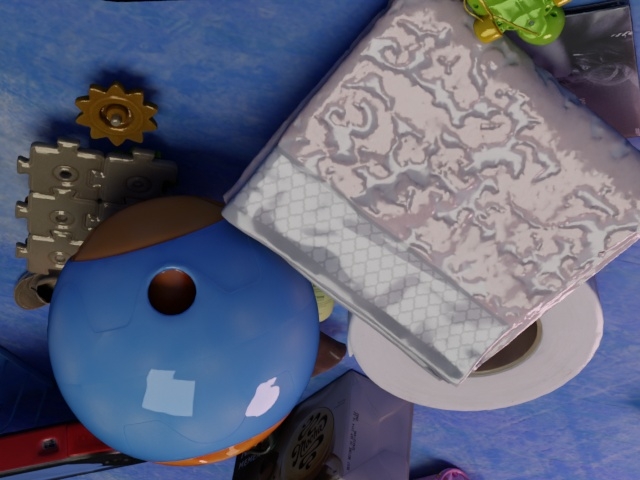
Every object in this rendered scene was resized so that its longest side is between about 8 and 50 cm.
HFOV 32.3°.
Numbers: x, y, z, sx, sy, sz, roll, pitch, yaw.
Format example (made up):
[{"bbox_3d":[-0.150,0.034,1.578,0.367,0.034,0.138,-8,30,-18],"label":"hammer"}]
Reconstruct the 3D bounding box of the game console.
[{"bbox_3d":[-0.407,0.322,1.574,0.386,0.060,0.342,-12,163,9],"label":"game console"}]

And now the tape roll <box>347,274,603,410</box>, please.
[{"bbox_3d":[0.171,0.072,1.258,0.286,0.100,0.286,1,136,1],"label":"tape roll"}]

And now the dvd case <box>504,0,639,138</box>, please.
[{"bbox_3d":[0.196,-0.148,1.077,0.221,0.018,0.165,-6,138,18],"label":"dvd case"}]

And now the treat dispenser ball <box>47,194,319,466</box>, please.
[{"bbox_3d":[-0.144,0.095,1.180,0.288,0.288,0.288,5,141,4],"label":"treat dispenser ball"}]

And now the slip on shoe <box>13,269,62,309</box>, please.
[{"bbox_3d":[-0.352,0.063,1.411,0.135,0.041,0.051,-28,128,36],"label":"slip on shoe"}]

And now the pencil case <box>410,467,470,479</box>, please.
[{"bbox_3d":[0.125,0.448,1.736,0.124,0.124,0.284,32,136,-25],"label":"pencil case"}]

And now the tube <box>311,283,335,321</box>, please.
[{"bbox_3d":[0.000,0.000,1.260,0.062,0.070,0.240,38,142,22],"label":"tube"}]

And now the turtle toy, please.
[{"bbox_3d":[0.170,-0.217,0.955,0.095,0.066,0.130,-24,125,24],"label":"turtle toy"}]

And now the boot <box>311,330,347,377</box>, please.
[{"bbox_3d":[-0.117,0.143,1.425,0.248,0.090,0.207,-30,125,33],"label":"boot"}]

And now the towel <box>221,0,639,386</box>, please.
[{"bbox_3d":[0.118,-0.042,1.073,0.331,0.053,0.317,38,114,-14],"label":"towel"}]

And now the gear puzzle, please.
[{"bbox_3d":[-0.249,-0.064,1.239,0.175,0.044,0.339,8,142,-10],"label":"gear puzzle"}]

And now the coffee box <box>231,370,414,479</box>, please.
[{"bbox_3d":[-0.007,0.331,1.574,0.118,0.168,0.297,29,137,-23],"label":"coffee box"}]

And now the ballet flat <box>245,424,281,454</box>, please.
[{"bbox_3d":[-0.180,0.228,1.534,0.280,0.096,0.095,19,115,-15],"label":"ballet flat"}]

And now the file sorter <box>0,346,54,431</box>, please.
[{"bbox_3d":[-0.492,0.217,1.574,0.118,0.105,0.170,-22,131,31],"label":"file sorter"}]
